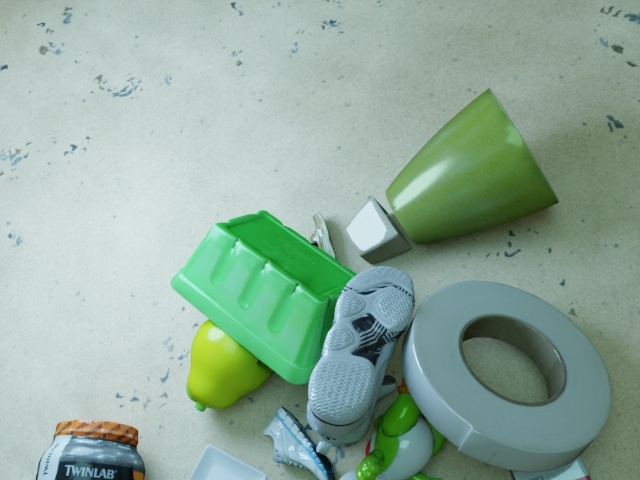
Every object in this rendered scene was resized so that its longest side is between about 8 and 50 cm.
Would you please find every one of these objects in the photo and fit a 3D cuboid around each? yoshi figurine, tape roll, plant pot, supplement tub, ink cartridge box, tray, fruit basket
[{"bbox_3d":[0.145,0.430,1.494,0.203,0.203,0.362,32,79,16],"label":"yoshi figurine"},{"bbox_3d":[0.339,0.237,1.495,0.392,0.072,0.392,11,42,-10],"label":"tape roll"},{"bbox_3d":[0.294,-0.121,1.693,0.293,0.275,0.274,-31,62,13],"label":"plant pot"},{"bbox_3d":[-0.450,0.528,1.562,0.207,0.207,0.338,-3,66,10],"label":"supplement tub"},{"bbox_3d":[0.414,0.411,1.508,0.127,0.072,0.175,-19,63,3],"label":"ink cartridge box"},{"bbox_3d":[-0.225,0.554,1.601,0.145,0.030,0.270,23,72,20],"label":"tray"},{"bbox_3d":[0.117,-0.011,1.750,0.096,0.109,0.109,-36,63,8],"label":"plant pot"},{"bbox_3d":[-0.128,0.175,1.671,0.392,0.283,0.392,10,108,33],"label":"fruit basket"}]

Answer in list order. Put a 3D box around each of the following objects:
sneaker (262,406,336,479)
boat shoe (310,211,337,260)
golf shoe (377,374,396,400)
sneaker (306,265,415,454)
[{"bbox_3d":[-0.045,0.424,1.609,0.083,0.071,0.191,-44,56,-2],"label":"sneaker"},{"bbox_3d":[0.000,0.000,1.796,0.045,0.050,0.135,-16,63,-2],"label":"boat shoe"},{"bbox_3d":[0.071,0.329,1.631,0.186,0.067,0.086,-23,95,-4],"label":"golf shoe"},{"bbox_3d":[0.067,0.224,1.528,0.137,0.210,0.366,20,49,9],"label":"sneaker"}]
